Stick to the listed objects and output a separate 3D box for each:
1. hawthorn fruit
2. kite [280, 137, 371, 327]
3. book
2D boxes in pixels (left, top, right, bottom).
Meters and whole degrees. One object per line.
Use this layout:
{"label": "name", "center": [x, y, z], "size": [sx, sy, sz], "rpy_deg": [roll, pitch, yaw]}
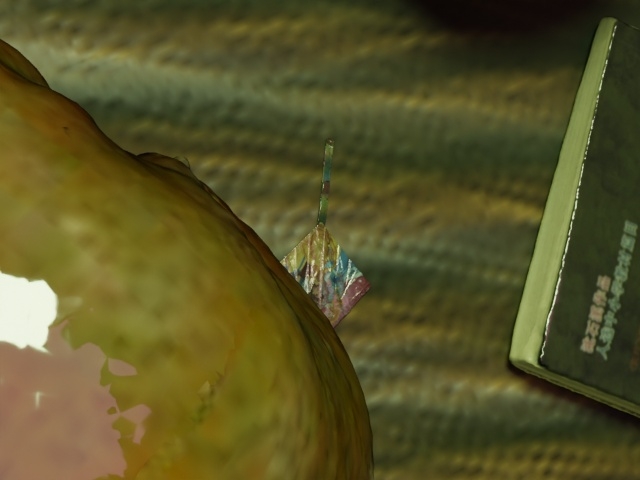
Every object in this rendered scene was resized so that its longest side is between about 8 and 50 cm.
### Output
{"label": "hawthorn fruit", "center": [-0.138, 0.090, 0.576], "size": [0.268, 0.268, 0.301], "rpy_deg": [34, 74, -20]}
{"label": "kite", "center": [0.005, 0.003, 0.789], "size": [0.044, 0.002, 0.078], "rpy_deg": [31, 73, -21]}
{"label": "book", "center": [0.197, 0.017, 0.870], "size": [0.228, 0.024, 0.160], "rpy_deg": [22, 75, -23]}
